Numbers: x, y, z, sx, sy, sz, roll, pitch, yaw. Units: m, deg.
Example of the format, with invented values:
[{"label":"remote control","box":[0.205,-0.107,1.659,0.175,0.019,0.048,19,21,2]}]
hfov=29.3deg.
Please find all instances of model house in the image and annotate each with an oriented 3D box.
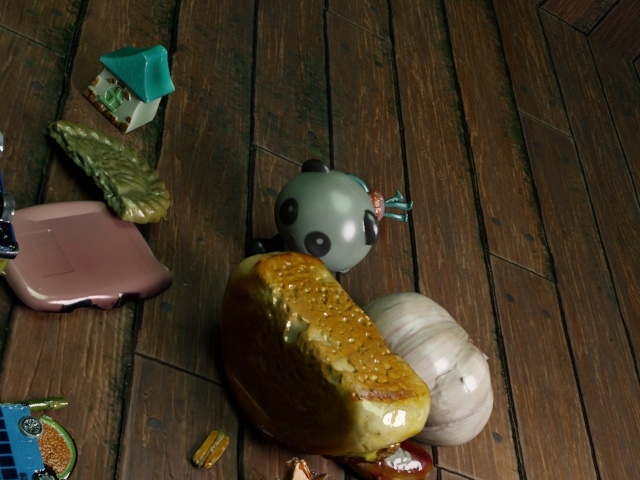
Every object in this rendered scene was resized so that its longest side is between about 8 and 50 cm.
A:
[{"label":"model house","box":[-0.353,-0.301,2.312,0.127,0.149,0.100,42,32,6]}]

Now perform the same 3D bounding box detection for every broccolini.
[{"label":"broccolini","box":[-0.478,0.236,1.718,0.058,0.071,0.254,13,4,43]}]

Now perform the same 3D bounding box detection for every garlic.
[{"label":"garlic","box":[0.176,0.223,2.130,0.322,0.241,0.322,28,8,-4]}]

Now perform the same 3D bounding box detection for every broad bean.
[{"label":"broad bean","box":[0.106,0.362,2.062,0.165,0.084,0.114,31,20,-1]}]

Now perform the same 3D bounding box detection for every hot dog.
[{"label":"hot dog","box":[-0.170,0.326,1.899,0.037,0.021,0.083,25,35,15]},{"label":"hot dog","box":[-0.015,0.214,1.988,0.185,0.223,0.405,-4,44,-46]}]

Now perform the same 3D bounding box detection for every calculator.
[{"label":"calculator","box":[-0.395,0.022,2.002,0.330,0.048,0.220,-11,59,-49]}]

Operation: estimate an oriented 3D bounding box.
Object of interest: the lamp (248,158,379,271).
[{"label":"lamp","box":[-0.009,-0.017,2.229,0.198,0.244,0.197,29,32,-20]}]

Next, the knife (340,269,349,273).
[{"label":"knife","box":[0.000,0.000,2.409,0.162,0.023,0.044,49,34,14]}]

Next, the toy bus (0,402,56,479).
[{"label":"toy bus","box":[-0.420,0.314,1.625,0.106,0.090,0.184,7,45,-38]}]

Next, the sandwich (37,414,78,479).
[{"label":"sandwich","box":[-0.383,0.295,1.736,0.101,0.026,0.069,41,39,7]}]

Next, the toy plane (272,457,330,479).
[{"label":"toy plane","box":[-0.072,0.404,1.850,0.188,0.135,0.062,-44,110,-24]}]

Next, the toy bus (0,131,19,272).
[{"label":"toy bus","box":[-0.556,-0.052,1.826,0.138,0.175,0.287,9,45,-37]}]

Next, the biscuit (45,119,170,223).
[{"label":"biscuit","box":[-0.355,-0.124,2.178,0.273,0.036,0.187,45,22,25]}]

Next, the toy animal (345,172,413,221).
[{"label":"toy animal","box":[0.086,-0.085,2.516,0.208,0.100,0.103,4,86,-23]}]
